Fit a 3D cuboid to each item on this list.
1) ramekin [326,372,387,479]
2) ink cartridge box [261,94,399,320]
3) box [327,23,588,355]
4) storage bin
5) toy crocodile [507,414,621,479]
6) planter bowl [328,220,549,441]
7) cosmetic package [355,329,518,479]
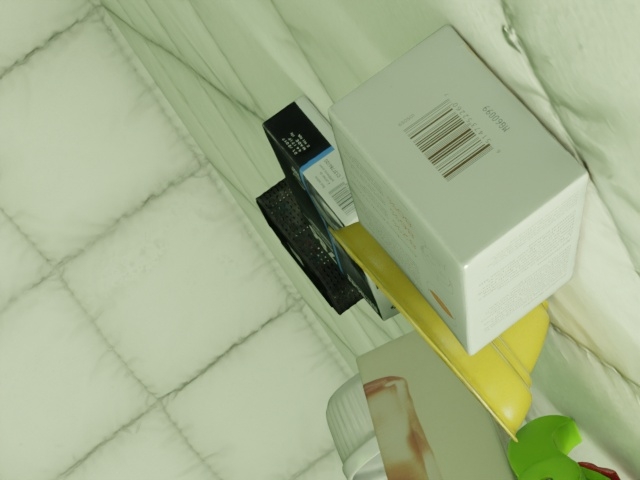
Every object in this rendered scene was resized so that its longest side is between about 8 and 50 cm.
[{"bbox_3d":[0.105,0.230,1.538,0.109,0.207,0.207,61,177,23],"label":"ramekin"},{"bbox_3d":[0.035,-0.015,1.333,0.165,0.065,0.333,50,174,29],"label":"ink cartridge box"},{"bbox_3d":[0.086,-0.025,0.717,0.130,0.091,0.170,51,173,22],"label":"box"},{"bbox_3d":[0.000,0.000,1.590,0.180,0.084,0.122,50,173,27],"label":"storage bin"},{"bbox_3d":[0.262,0.252,0.958,0.115,0.105,0.340,57,169,-23],"label":"toy crocodile"},{"bbox_3d":[0.109,0.043,0.882,0.217,0.090,0.217,49,-179,-1],"label":"planter bowl"},{"bbox_3d":[0.143,0.243,1.219,0.296,0.129,0.153,-103,-14,-52],"label":"cosmetic package"}]
